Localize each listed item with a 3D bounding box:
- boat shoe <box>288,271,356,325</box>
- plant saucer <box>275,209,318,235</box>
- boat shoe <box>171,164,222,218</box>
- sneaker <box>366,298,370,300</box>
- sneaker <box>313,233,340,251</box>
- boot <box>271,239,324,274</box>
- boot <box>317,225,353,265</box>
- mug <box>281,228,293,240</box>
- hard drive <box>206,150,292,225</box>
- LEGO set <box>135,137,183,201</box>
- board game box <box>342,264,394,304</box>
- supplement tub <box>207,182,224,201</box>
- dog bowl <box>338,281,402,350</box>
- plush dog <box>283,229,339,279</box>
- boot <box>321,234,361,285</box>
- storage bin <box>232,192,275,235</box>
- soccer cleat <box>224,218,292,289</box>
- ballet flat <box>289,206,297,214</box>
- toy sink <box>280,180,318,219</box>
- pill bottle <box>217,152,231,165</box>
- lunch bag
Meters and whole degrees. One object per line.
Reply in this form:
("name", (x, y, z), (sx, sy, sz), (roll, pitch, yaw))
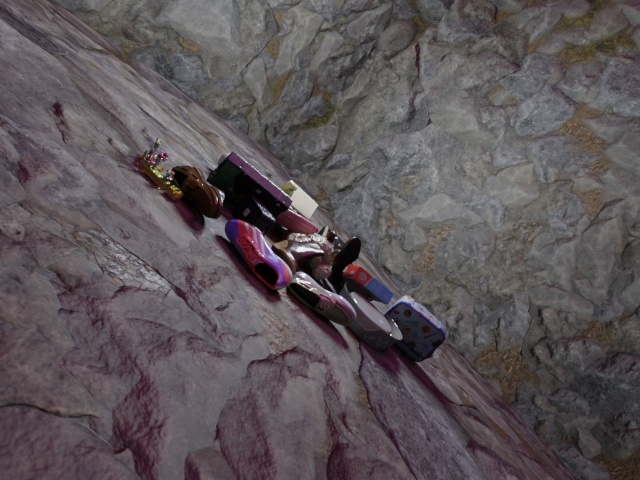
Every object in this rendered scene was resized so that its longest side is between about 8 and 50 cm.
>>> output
("boat shoe", (0.000, 0.239, 1.610), (0.302, 0.109, 0.094), (34, 26, 1))
("plant saucer", (-0.169, -0.107, 2.138), (0.332, 0.084, 0.332), (29, -2, 1))
("boat shoe", (-0.457, -0.175, 1.532), (0.104, 0.111, 0.307), (8, 26, -44))
("sneaker", (0.238, 0.256, 2.388), (0.083, 0.087, 0.221), (30, 17, -48))
("sneaker", (0.000, 0.000, 2.310), (0.153, 0.101, 0.269), (-21, 60, -29))
("boot", (-0.077, 0.059, 1.767), (0.206, 0.090, 0.248), (-4, 26, -23))
("boot", (0.091, 0.050, 2.548), (0.284, 0.138, 0.377), (43, 4, -2))
("mug", (-0.167, -0.020, 2.110), (0.062, 0.078, 0.064), (4, 15, -17))
("hard drive", (-0.319, -0.221, 1.878), (0.339, 0.237, 0.064), (38, 52, -21))
("LEGO set", (-0.556, -0.268, 1.484), (0.132, 0.107, 0.287), (30, 17, -50))
("board game box", (0.189, 0.209, 2.122), (0.242, 0.064, 0.316), (39, -14, -20))
("supplement tub", (-0.442, -0.185, 1.676), (0.107, 0.071, 0.071), (29, 17, -48))
("dog bowl", (0.205, 0.343, 1.890), (0.348, 0.102, 0.349), (41, 11, -10))
("plush dog", (-0.060, 0.036, 1.974), (0.225, 0.211, 0.262), (10, 27, -27))
("boot", (0.072, 0.049, 2.074), (0.096, 0.264, 0.280), (10, 22, -27))
("storage bin", (-0.283, -0.100, 1.779), (0.084, 0.122, 0.180), (31, 16, -47))
("soccer cleat", (-0.229, 0.045, 1.476), (0.318, 0.108, 0.116), (47, 15, 7))
("ballet flat", (-0.160, -0.135, 2.508), (0.203, 0.074, 0.074), (53, 12, 8))
("toy sink", (-0.162, -0.234, 2.596), (0.234, 0.131, 0.152), (42, -23, -20))
("pill bottle", (-0.415, -0.321, 2.085), (0.152, 0.152, 0.272), (32, 15, -45))
("lunch bag", (0.445, 0.438, 2.052), (0.303, 0.243, 0.115), (42, 23, 5))
